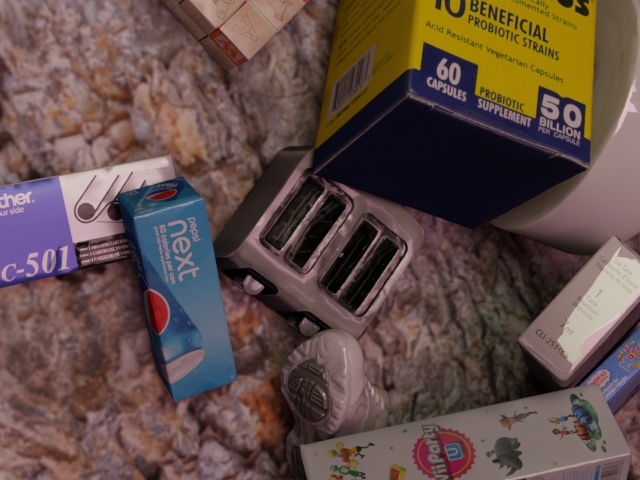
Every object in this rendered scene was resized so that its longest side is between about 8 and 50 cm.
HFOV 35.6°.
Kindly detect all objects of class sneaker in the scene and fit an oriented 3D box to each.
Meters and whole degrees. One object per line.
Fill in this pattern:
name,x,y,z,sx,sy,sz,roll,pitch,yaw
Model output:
sneaker,0.024,0.168,1.052,0.115,0.090,0.232,-28,142,-32

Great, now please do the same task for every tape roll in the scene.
tape roll,0.276,-0.131,1.055,0.100,0.286,0.286,18,86,-20

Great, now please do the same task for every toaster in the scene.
toaster,0.000,0.000,1.049,0.168,0.110,0.185,39,79,-18

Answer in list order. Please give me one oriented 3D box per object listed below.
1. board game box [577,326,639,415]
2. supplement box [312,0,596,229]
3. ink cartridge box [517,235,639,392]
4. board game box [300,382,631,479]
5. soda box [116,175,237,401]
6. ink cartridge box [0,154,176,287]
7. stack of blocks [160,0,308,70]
board game box,0.345,0.167,1.165,0.211,0.160,0.039,-40,66,-15
supplement box,0.139,-0.225,0.988,0.194,0.195,0.356,17,66,-21
ink cartridge box,0.327,0.051,1.061,0.261,0.296,0.066,-46,71,0
board game box,0.146,0.275,1.024,0.303,0.097,0.224,-12,134,-4
soda box,-0.140,0.050,0.986,0.071,0.067,0.210,-17,118,-18
ink cartridge box,-0.242,-0.019,0.992,0.207,0.046,0.097,-12,96,-20
stack of blocks,-0.127,-0.340,0.999,0.171,0.087,0.297,-47,106,-13
